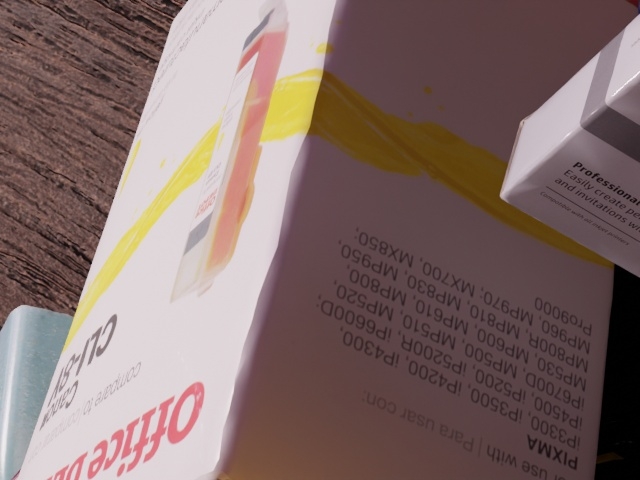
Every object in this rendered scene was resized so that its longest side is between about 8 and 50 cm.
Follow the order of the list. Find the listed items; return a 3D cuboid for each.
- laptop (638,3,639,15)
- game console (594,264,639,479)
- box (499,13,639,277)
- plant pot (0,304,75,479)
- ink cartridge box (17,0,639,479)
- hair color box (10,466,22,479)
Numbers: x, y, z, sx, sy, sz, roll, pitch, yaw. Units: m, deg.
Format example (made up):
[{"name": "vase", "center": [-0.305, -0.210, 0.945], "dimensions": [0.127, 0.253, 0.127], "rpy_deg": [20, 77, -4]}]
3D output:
[{"name": "laptop", "center": [0.027, -0.085, 0.902], "dimensions": [0.236, 0.408, 0.382], "rpy_deg": [7, -57, -52]}, {"name": "game console", "center": [0.056, 0.130, 0.701], "dimensions": [0.361, 0.044, 0.213], "rpy_deg": [-51, 13, 37]}, {"name": "box", "center": [0.158, -0.032, 0.345], "dimensions": [0.186, 0.145, 0.038], "rpy_deg": [-46, 19, 53]}, {"name": "plant pot", "center": [-0.220, 0.251, 1.228], "dimensions": [0.248, 0.247, 0.252], "rpy_deg": [132, 148, -50]}, {"name": "ink cartridge box", "center": [0.000, 0.000, 0.626], "dimensions": [0.279, 0.160, 0.385], "rpy_deg": [-37, 33, 51]}, {"name": "hair color box", "center": [-0.181, 0.230, 0.735], "dimensions": [0.174, 0.105, 0.347], "rpy_deg": [-39, 10, 42]}]
